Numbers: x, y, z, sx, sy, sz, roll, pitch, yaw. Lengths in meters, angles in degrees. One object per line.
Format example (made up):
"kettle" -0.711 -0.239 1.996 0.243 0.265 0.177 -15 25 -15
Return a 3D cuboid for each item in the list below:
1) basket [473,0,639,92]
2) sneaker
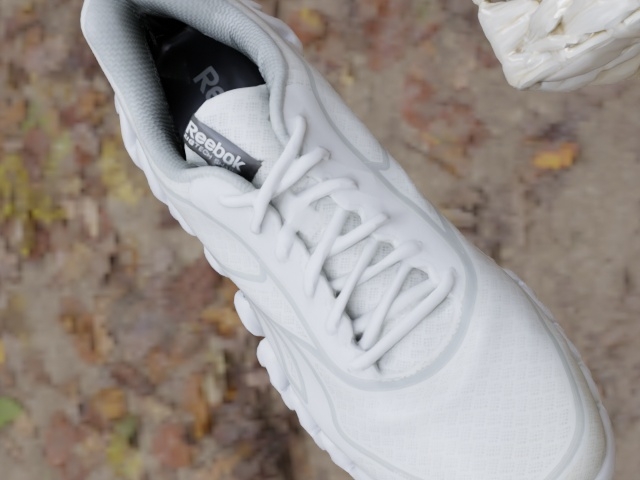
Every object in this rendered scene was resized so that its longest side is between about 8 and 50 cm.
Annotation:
"basket" 0.109 -0.111 0.428 0.167 0.113 0.103 -27 79 47
"sneaker" 0.000 0.000 0.732 0.110 0.118 0.292 -41 69 -2
